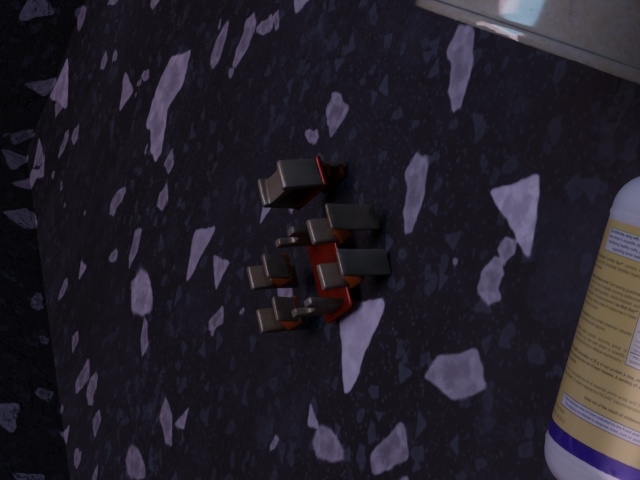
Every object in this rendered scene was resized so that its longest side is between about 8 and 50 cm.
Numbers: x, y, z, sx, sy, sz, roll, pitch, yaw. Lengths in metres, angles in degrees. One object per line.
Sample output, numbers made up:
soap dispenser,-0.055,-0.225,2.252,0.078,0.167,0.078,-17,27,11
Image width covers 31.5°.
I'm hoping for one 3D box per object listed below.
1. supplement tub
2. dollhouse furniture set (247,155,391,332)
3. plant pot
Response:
supplement tub,0.350,0.079,0.988,0.241,0.241,0.331,26,104,61
dollhouse furniture set,0.000,0.000,1.812,0.262,0.135,0.259,-38,59,51
plant pot,0.302,-0.325,1.126,0.334,0.334,0.305,40,114,58
